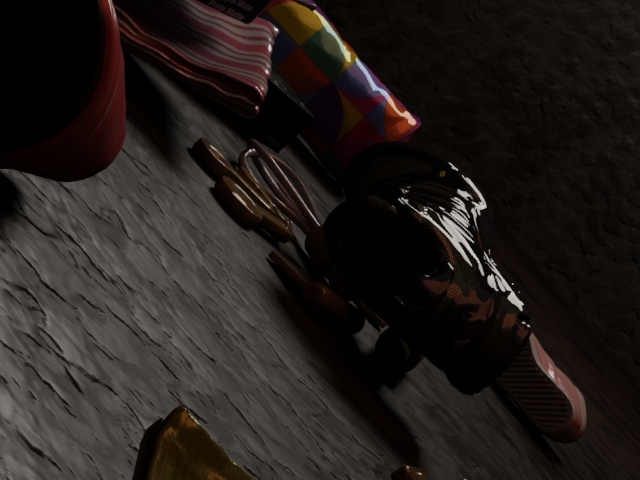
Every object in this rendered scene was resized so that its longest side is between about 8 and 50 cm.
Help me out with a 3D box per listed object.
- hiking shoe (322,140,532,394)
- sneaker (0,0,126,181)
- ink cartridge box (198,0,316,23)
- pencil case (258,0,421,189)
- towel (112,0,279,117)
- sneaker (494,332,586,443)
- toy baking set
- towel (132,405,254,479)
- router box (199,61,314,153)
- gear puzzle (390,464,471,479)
[{"bbox_3d":[0.051,-0.009,1.165,0.114,0.086,0.227,37,14,-34],"label":"hiking shoe"},{"bbox_3d":[-0.179,-0.146,0.782,0.314,0.116,0.136,57,0,14],"label":"sneaker"},{"bbox_3d":[-0.137,-0.212,1.214,0.223,0.045,0.224,22,18,-34],"label":"ink cartridge box"},{"bbox_3d":[-0.019,-0.155,1.654,0.236,0.104,0.104,50,8,1],"label":"pencil case"},{"bbox_3d":[-0.092,-0.146,1.226,0.144,0.029,0.197,29,18,-8],"label":"towel"},{"bbox_3d":[0.173,0.113,1.570,0.134,0.051,0.070,57,9,31],"label":"sneaker"},{"bbox_3d":[0.004,0.005,1.234,0.197,0.030,0.256,50,8,8],"label":"toy baking set"},{"bbox_3d":[0.030,0.152,0.585,0.237,0.021,0.102,42,23,-19],"label":"towel"},{"bbox_3d":[-0.091,-0.154,1.422,0.179,0.046,0.133,37,14,-52],"label":"router box"},{"bbox_3d":[0.107,0.194,0.842,0.175,0.044,0.339,59,12,21],"label":"gear puzzle"}]
